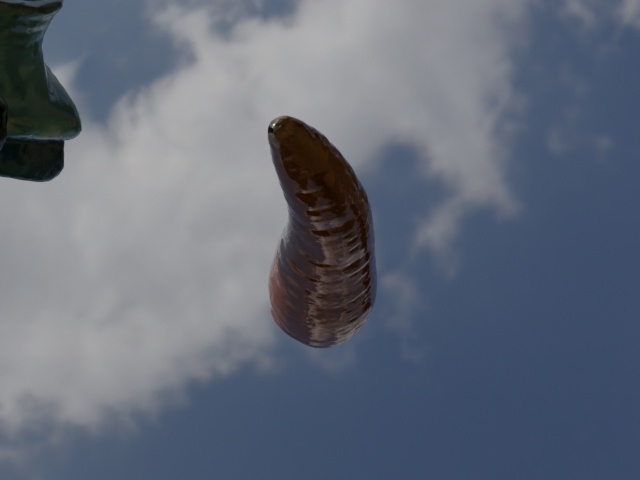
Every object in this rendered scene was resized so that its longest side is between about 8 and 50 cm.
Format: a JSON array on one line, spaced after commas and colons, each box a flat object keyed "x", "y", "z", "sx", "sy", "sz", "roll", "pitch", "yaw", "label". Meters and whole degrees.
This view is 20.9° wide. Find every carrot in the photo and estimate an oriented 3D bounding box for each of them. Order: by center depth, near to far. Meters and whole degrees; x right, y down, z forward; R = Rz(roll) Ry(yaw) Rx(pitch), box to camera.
[{"x": 0.000, "y": 0.000, "z": 0.519, "sx": 0.035, "sy": 0.142, "sz": 0.035, "roll": 0, "pitch": -116, "yaw": 1, "label": "carrot"}]

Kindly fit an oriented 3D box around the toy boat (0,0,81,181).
[{"x": -0.190, "y": -0.071, "z": 0.546, "sx": 0.238, "sy": 0.098, "sz": 0.109, "roll": 18, "pitch": -146, "yaw": -10, "label": "toy boat"}]
